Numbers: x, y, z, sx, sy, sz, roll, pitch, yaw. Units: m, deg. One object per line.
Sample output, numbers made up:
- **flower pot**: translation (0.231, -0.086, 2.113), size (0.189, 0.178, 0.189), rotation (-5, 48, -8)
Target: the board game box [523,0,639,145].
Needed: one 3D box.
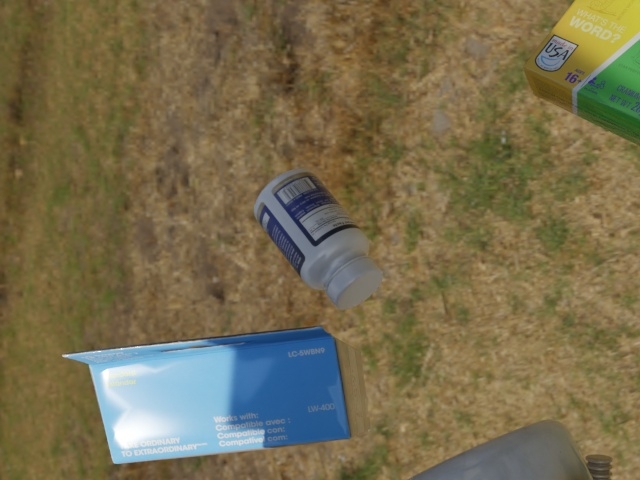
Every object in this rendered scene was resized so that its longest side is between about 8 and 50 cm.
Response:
- **board game box**: translation (0.413, -0.248, 1.033), size (0.242, 0.064, 0.316), rotation (34, 84, 35)

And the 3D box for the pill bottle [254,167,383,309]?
- **pill bottle**: translation (0.000, 0.000, 1.158), size (0.169, 0.094, 0.094), rotation (52, 130, 27)

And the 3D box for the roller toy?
- **roller toy**: translation (0.193, 0.281, 0.975), size (0.209, 0.191, 0.146), rotation (-27, 73, 9)

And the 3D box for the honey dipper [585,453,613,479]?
- **honey dipper**: translation (0.309, 0.321, 1.062), size (0.030, 0.030, 0.161), rotation (2, 91, 49)

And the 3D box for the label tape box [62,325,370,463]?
- **label tape box**: translation (-0.086, 0.163, 0.973), size (0.240, 0.334, 0.106), rotation (-7, 80, 7)
